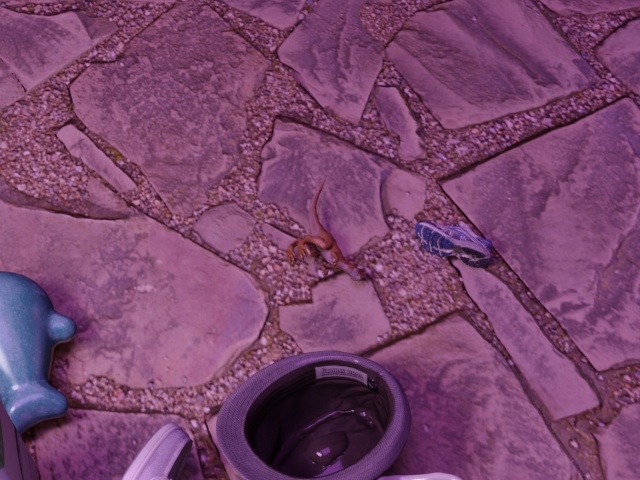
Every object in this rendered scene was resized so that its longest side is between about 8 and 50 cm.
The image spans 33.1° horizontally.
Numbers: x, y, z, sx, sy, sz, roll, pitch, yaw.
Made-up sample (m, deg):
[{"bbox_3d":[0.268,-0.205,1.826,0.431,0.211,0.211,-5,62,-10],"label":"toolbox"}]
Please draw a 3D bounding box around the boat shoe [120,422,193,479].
[{"bbox_3d":[-0.238,0.400,1.443,0.103,0.118,0.320,18,59,7],"label":"boat shoe"}]

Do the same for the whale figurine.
[{"bbox_3d":[-0.475,0.161,1.628,0.216,0.141,0.272,-22,54,-14],"label":"whale figurine"}]

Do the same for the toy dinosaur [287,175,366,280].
[{"bbox_3d":[0.000,0.000,1.790,0.112,0.064,0.212,-13,59,-30],"label":"toy dinosaur"}]

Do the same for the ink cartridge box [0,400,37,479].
[{"bbox_3d":[-0.502,0.311,1.417,0.211,0.289,0.122,-15,55,-8],"label":"ink cartridge box"}]

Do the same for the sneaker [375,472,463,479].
[{"bbox_3d":[0.203,0.392,1.410,0.321,0.127,0.126,10,51,10],"label":"sneaker"}]

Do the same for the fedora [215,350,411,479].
[{"bbox_3d":[-0.005,0.281,1.503,0.243,0.124,0.275,33,53,32],"label":"fedora"}]

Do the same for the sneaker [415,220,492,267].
[{"bbox_3d":[0.222,-0.002,1.779,0.135,0.052,0.058,25,47,13],"label":"sneaker"}]
